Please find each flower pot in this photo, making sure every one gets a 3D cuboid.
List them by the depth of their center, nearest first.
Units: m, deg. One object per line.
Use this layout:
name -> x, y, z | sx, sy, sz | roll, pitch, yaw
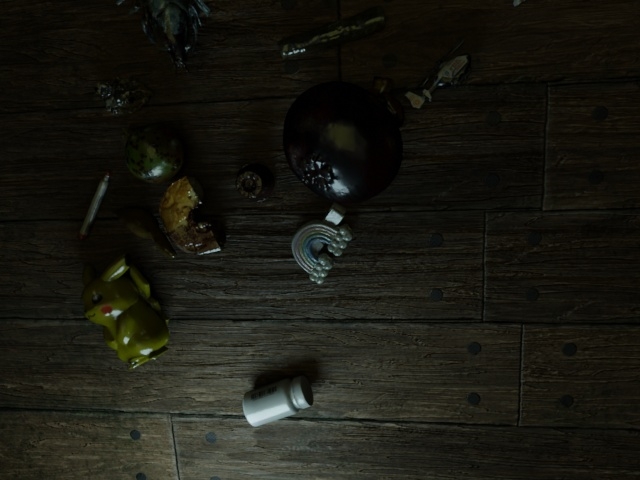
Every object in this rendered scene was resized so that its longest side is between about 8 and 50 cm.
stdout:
flower pot -> -0.179, -0.150, 1.411 | 0.111, 0.089, 0.112 | 2, 103, 7

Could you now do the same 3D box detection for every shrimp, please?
shrimp -> -0.387, -0.605, 1.305 | 0.221, 0.166, 0.411 | -13, 108, -17

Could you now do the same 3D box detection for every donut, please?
donut -> -0.349, -0.063, 1.458 | 0.141, 0.085, 0.217 | -19, 99, 12

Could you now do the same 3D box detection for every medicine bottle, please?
medicine bottle -> -0.122, 0.459, 1.539 | 0.186, 0.103, 0.103 | -22, 99, 12

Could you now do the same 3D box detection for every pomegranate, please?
pomegranate -> -0.447, -0.239, 1.404 | 0.205, 0.159, 0.159 | 33, 107, 25

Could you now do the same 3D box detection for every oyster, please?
oyster -> -0.520, -0.387, 1.424 | 0.148, 0.051, 0.103 | -17, 108, 1

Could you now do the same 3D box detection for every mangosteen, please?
mangosteen -> 0.056, -0.239, 1.277 | 0.296, 0.293, 0.297 | 9, 131, 10

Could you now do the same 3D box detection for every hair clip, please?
hair clip -> 0.000, 0.000, 1.447 | 0.140, 0.054, 0.220 | 31, 109, -7

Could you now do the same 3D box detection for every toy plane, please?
toy plane -> 0.301, -0.397, 1.310 | 0.197, 0.053, 0.078 | -44, 86, 14

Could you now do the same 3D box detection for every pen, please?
pen -> -0.641, -0.100, 1.521 | 0.026, 0.026, 0.218 | 28, 105, 1

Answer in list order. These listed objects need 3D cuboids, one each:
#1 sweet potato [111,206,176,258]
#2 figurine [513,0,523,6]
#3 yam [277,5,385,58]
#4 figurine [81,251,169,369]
sweet potato -> -0.475, -0.038, 1.466 | 0.269, 0.074, 0.075 | 32, 107, 27
figurine -> 0.445, -0.611, 1.236 | 0.072, 0.054, 0.129 | -33, 99, 10
yam -> 0.026, -0.507, 1.317 | 0.273, 0.061, 0.061 | -14, 101, 12
figurine -> -0.547, 0.195, 1.502 | 0.218, 0.169, 0.327 | -28, 105, 36
